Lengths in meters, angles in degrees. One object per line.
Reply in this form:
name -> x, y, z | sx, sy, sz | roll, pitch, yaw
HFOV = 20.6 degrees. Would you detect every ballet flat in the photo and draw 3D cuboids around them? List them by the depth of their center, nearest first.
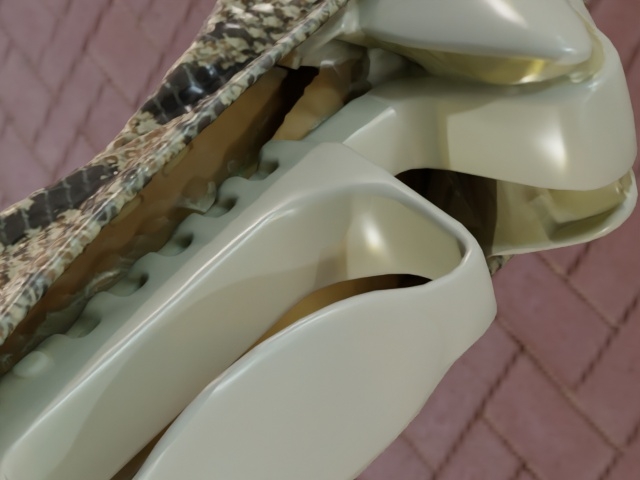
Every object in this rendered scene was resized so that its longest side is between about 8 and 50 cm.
ballet flat -> 0.000, 0.000, 0.600 | 0.182, 0.164, 0.483 | -1, 35, 46
